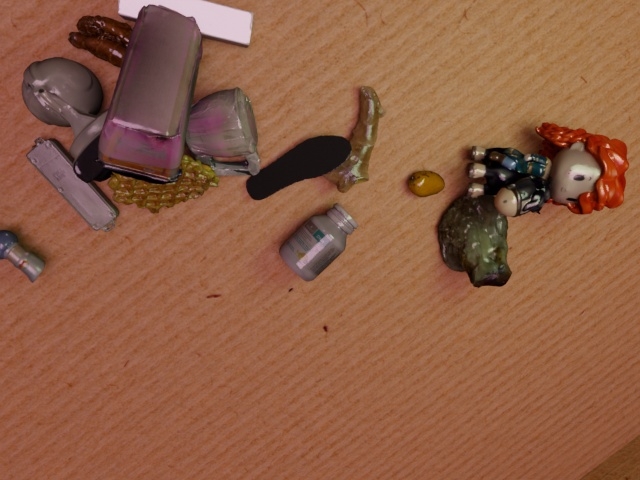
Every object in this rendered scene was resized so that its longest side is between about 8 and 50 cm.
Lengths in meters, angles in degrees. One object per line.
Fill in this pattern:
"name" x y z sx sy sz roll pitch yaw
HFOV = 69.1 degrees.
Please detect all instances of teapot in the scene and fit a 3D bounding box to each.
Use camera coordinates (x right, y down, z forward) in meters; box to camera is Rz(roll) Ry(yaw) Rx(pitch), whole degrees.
"teapot" -0.252 -0.274 1.182 0.178 0.221 0.163 -9 68 5

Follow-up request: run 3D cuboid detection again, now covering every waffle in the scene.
"waffle" -0.387 -0.138 1.143 0.243 0.238 0.058 -23 75 8

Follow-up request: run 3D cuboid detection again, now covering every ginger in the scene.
"ginger" 0.095 -0.273 1.276 0.131 0.086 0.294 16 95 4
"ginger" -0.499 -0.473 1.088 0.162 0.073 0.103 20 101 -16

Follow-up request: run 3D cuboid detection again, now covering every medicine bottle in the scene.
"medicine bottle" 0.000 0.000 1.304 0.215 0.135 0.135 -44 110 4

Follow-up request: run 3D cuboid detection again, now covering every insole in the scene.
"insole" -0.062 -0.196 1.256 0.310 0.012 0.110 -28 87 9

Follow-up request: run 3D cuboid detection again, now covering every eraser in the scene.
"eraser" -0.314 -0.534 1.107 0.298 0.078 0.076 8 104 -15

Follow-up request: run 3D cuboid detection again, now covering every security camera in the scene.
"security camera" -0.549 -0.293 1.074 0.197 0.191 0.277 -40 108 13

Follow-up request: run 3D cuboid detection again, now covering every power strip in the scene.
"power strip" -0.620 -0.138 1.177 0.078 0.052 0.272 -36 111 0

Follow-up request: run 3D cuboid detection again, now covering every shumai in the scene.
"shumai" 0.485 -0.003 1.373 0.222 0.203 0.271 -9 104 -10

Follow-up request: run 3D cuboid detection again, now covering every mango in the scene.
"mango" 0.311 -0.165 1.361 0.114 0.057 0.078 2 99 -16

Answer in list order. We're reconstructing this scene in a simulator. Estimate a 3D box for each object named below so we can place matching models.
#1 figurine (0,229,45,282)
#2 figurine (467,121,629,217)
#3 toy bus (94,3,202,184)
"figurine" -0.858 -0.032 1.124 0.382 0.225 0.205 42 72 -43
"figurine" 0.610 -0.184 1.288 0.412 0.306 0.241 -10 118 -7
"toy bus" -0.341 -0.326 0.988 0.171 0.162 0.386 15 60 -25
